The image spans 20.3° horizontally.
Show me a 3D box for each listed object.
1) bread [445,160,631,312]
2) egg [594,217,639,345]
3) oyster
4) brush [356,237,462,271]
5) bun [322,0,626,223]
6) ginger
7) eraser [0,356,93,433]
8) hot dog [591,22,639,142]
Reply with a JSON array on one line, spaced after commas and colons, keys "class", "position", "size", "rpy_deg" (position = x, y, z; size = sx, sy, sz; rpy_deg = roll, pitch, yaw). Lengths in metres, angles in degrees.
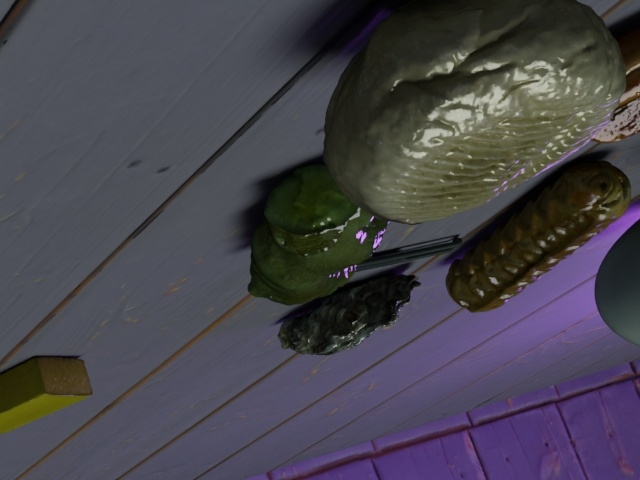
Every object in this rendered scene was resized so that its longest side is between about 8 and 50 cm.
[{"class": "bread", "position": [0.245, 0.001, 2.052], "size": [0.077, 0.084, 0.367], "rpy_deg": [-60, -173, -30]}, {"class": "egg", "position": [0.529, 0.031, 2.291], "size": [0.371, 0.230, 0.230], "rpy_deg": [-22, 168, 24]}, {"class": "oyster", "position": [0.036, 0.086, 2.131], "size": [0.177, 0.064, 0.125], "rpy_deg": [-30, -177, -7]}, {"class": "brush", "position": [0.060, 0.030, 1.991], "size": [0.266, 0.027, 0.062], "rpy_deg": [-12, 165, -35]}, {"class": "bun", "position": [0.096, -0.108, 1.230], "size": [0.220, 0.134, 0.220], "rpy_deg": [-20, 160, -7]}, {"class": "ginger", "position": [0.000, 0.000, 1.643], "size": [0.137, 0.089, 0.290], "rpy_deg": [-36, 169, -21]}, {"class": "eraser", "position": [-0.321, 0.167, 1.913], "size": [0.122, 0.045, 0.097], "rpy_deg": [-25, 167, 21]}, {"class": "hot dog", "position": [0.310, -0.162, 1.494], "size": [0.249, 0.068, 0.100], "rpy_deg": [-27, 151, 15]}]
